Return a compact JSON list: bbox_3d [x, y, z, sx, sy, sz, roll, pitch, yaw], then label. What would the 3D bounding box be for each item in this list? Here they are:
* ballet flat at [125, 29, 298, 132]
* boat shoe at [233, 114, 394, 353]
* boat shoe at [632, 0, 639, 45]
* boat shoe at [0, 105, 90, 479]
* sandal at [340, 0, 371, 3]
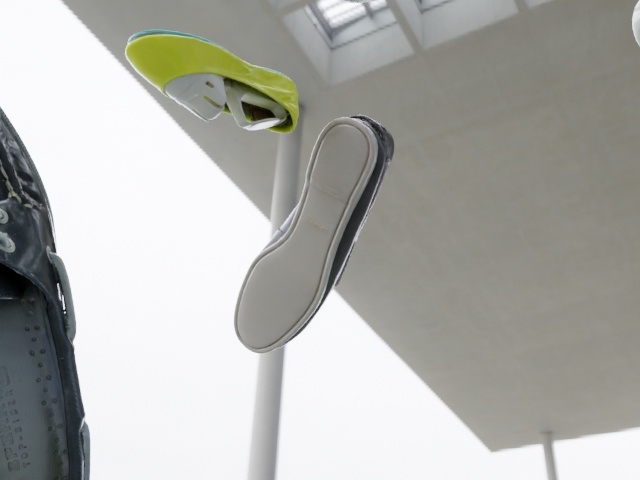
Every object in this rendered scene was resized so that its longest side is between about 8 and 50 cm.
[{"bbox_3d":[-0.105,-0.163,0.843,0.077,0.077,0.231,-25,-20,36],"label":"ballet flat"},{"bbox_3d":[0.000,0.000,0.976,0.095,0.112,0.335,-9,-49,-59],"label":"boat shoe"},{"bbox_3d":[0.581,-0.375,1.106,0.116,0.319,0.099,58,-21,-20],"label":"boat shoe"},{"bbox_3d":[-0.188,0.033,0.424,0.114,0.303,0.091,-20,7,-23],"label":"boat shoe"},{"bbox_3d":[0.114,-0.395,0.718,0.169,0.416,0.102,48,-9,-22],"label":"sandal"}]
